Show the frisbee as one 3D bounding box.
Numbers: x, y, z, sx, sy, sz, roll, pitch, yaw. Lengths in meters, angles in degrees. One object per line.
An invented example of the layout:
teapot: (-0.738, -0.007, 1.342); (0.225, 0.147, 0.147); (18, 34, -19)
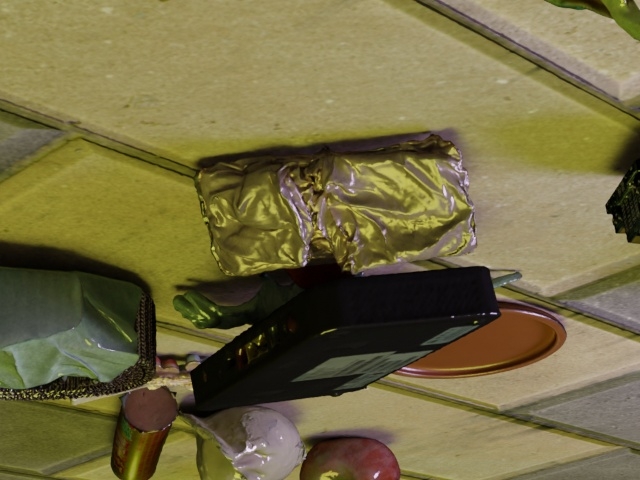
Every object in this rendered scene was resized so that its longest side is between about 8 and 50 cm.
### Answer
frisbee: (0.177, 0.125, 1.755); (0.251, 0.021, 0.251); (-2, 157, -1)

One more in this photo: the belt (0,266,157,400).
belt: (-0.332, 0.105, 1.518); (0.325, 0.122, 0.260); (7, 159, -24)

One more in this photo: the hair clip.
hair clip: (-0.213, 0.169, 1.776); (0.214, 0.056, 0.062); (-6, 142, -14)

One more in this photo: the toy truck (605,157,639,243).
toy truck: (0.398, -0.029, 1.296); (0.257, 0.127, 0.127); (2, 158, -4)

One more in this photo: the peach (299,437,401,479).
peach: (0.049, 0.371, 2.175); (0.152, 0.152, 0.152); (-3, 157, -1)

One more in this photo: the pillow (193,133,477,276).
pillow: (0.015, -0.024, 1.292); (0.248, 0.049, 0.135); (-6, 126, 5)

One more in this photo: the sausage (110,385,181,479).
sausage: (-0.256, 0.280, 1.999); (0.082, 0.082, 0.371); (2, 157, -11)

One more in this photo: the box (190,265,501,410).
box: (0.015, 0.109, 1.478); (0.211, 0.058, 0.350); (-5, 164, -27)

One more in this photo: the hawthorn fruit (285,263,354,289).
hawthorn fruit: (0.000, 0.000, 1.382); (0.081, 0.081, 0.093); (-6, 127, 6)

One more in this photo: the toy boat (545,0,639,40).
toy boat: (0.071, -0.196, 0.902); (0.293, 0.099, 0.108); (10, 155, -10)

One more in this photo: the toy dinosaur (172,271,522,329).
toy dinosaur: (0.027, 0.056, 1.514); (0.383, 0.076, 0.129); (-1, 164, 4)

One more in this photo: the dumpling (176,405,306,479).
dumpling: (-0.121, 0.285, 1.992); (0.172, 0.142, 0.247); (26, 176, 25)
